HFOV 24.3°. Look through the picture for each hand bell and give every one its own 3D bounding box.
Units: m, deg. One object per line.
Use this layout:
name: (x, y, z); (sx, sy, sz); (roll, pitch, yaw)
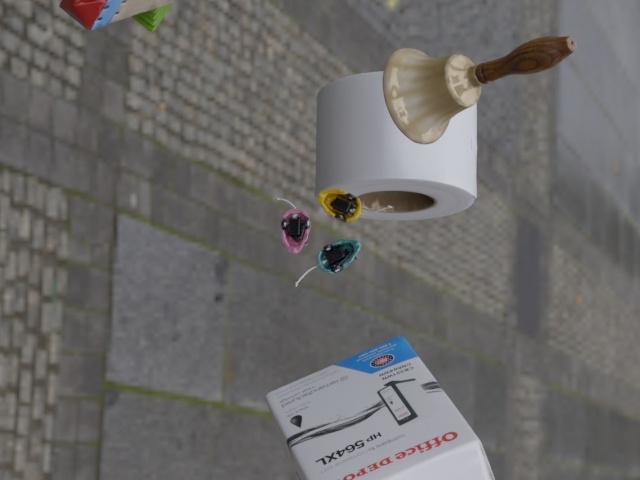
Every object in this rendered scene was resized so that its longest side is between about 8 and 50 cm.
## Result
hand bell: (0.205, -0.205, 1.787); (0.126, 0.242, 0.126); (16, 67, -43)

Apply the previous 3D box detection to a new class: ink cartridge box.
ink cartridge box: (0.052, 0.187, 1.315); (0.203, 0.148, 0.086); (-128, -163, -63)

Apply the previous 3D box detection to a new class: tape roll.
tape roll: (0.113, -0.139, 2.260); (0.246, 0.246, 0.169); (34, 55, -66)

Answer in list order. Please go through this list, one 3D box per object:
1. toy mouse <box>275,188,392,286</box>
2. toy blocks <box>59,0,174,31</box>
toy mouse: (0.000, 0.000, 1.965); (0.143, 0.161, 0.031); (-68, 160, -9)
toy blocks: (-0.189, -0.405, 1.756); (0.381, 0.191, 0.261); (-53, 175, 24)
